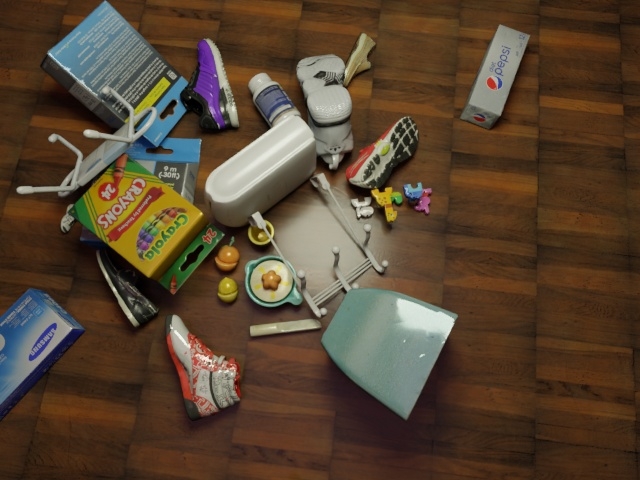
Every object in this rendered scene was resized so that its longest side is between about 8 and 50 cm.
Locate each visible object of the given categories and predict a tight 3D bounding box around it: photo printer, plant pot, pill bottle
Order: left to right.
[{"bbox_3d":[-0.154,-0.158,1.177,0.307,0.256,0.107,-38,81,-9],"label":"photo printer"},{"bbox_3d":[-0.136,-0.396,1.321,0.094,0.094,0.169,-33,78,-8],"label":"pill bottle"},{"bbox_3d":[0.148,0.246,1.091,0.252,0.247,0.248,27,77,18],"label":"plant pot"}]

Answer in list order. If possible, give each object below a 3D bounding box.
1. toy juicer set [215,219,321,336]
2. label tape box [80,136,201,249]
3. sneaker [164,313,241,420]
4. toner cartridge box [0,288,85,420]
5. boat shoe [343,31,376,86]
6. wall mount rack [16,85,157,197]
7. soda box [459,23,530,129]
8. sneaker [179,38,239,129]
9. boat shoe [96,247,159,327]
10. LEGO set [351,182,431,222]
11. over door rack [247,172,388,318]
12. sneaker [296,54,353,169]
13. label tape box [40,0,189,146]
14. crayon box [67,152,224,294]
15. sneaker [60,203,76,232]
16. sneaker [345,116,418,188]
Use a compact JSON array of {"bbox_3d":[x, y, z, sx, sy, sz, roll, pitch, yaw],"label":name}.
[{"bbox_3d":[-0.160,0.125,1.191,0.209,0.089,0.329,-27,77,-6],"label":"toy juicer set"},{"bbox_3d":[-0.479,-0.144,1.250,0.249,0.115,0.348,4,77,1],"label":"label tape box"},{"bbox_3d":[-0.288,0.297,1.149,0.145,0.090,0.270,-18,80,-5],"label":"sneaker"},{"bbox_3d":[-0.791,0.307,1.155,0.165,0.075,0.348,39,79,8],"label":"toner cartridge box"},{"bbox_3d":[0.117,-0.534,1.374,0.072,0.068,0.190,26,78,-9],"label":"boat shoe"},{"bbox_3d":[-0.561,-0.220,1.094,0.350,0.130,0.304,-36,41,12],"label":"wall mount rack"},{"bbox_3d":[0.509,-0.478,1.339,0.098,0.091,0.286,22,77,5],"label":"soda box"},{"bbox_3d":[-0.341,-0.451,1.327,0.146,0.102,0.293,-17,76,-9],"label":"sneaker"},{"bbox_3d":[-0.511,0.114,1.205,0.079,0.084,0.233,-32,79,-18],"label":"boat shoe"},{"bbox_3d":[0.203,-0.092,1.246,0.227,0.087,0.093,-8,76,-1],"label":"LEGO set"},{"bbox_3d":[0.000,0.000,1.170,0.239,0.108,0.324,-34,85,-23],"label":"over door rack"},{"bbox_3d":[0.013,-0.368,1.292,0.137,0.210,0.366,-7,45,-2],"label":"sneaker"},{"bbox_3d":[-0.547,-0.446,1.282,0.333,0.106,0.241,44,58,-29],"label":"label tape box"},{"bbox_3d":[-0.423,-0.044,1.127,0.318,0.081,0.202,36,78,8],"label":"crayon box"},{"bbox_3d":[-0.690,-0.061,1.271,0.036,0.032,0.083,11,77,3],"label":"sneaker"},{"bbox_3d":[0.169,-0.253,1.282,0.279,0.118,0.107,-45,123,-25],"label":"sneaker"}]
